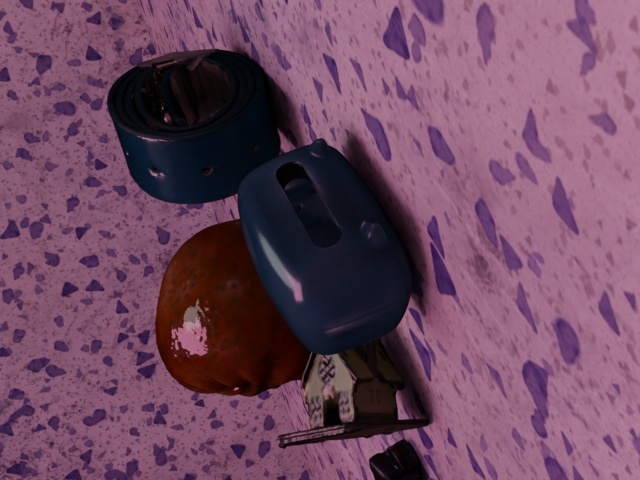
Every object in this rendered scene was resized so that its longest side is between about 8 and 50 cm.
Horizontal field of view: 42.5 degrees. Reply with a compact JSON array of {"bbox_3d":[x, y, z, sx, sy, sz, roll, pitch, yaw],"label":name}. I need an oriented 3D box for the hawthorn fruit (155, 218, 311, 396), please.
[{"bbox_3d":[-0.149,0.122,1.704,0.403,0.403,0.402,158,90,-78],"label":"hawthorn fruit"}]

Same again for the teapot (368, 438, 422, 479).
[{"bbox_3d":[0.159,0.465,1.574,0.096,0.087,0.177,44,154,52],"label":"teapot"}]

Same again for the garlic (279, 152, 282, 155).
[{"bbox_3d":[-0.097,-0.156,1.673,0.083,0.053,0.041,-115,7,-59],"label":"garlic"}]

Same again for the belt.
[{"bbox_3d":[-0.243,-0.234,1.595,0.436,0.300,0.173,-122,17,-50],"label":"belt"}]

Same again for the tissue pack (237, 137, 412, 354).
[{"bbox_3d":[0.000,0.000,1.173,0.206,0.198,0.287,80,165,-51],"label":"tissue pack"}]

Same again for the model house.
[{"bbox_3d":[0.041,0.205,1.425,0.218,0.205,0.278,-24,66,42],"label":"model house"}]
